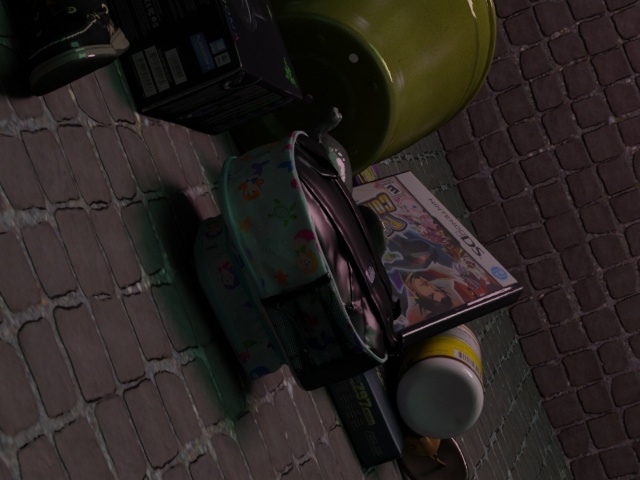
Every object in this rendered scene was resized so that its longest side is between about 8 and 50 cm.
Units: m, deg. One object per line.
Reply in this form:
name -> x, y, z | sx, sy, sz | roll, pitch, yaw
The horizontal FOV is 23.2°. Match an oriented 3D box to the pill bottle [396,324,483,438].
pill bottle -> 0.165, 0.181, 2.151 | 0.215, 0.117, 0.117 | -76, 142, -72

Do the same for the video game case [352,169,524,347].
video game case -> 0.105, 0.021, 2.084 | 0.275, 0.035, 0.248 | -17, 56, -44

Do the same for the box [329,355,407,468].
box -> 0.050, 0.166, 2.097 | 0.183, 0.059, 0.232 | -60, 128, -73

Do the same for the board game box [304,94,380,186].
board game box -> 0.046, -0.149, 2.622 | 0.346, 0.056, 0.208 | 70, 17, 8

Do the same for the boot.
boot -> -0.258, -0.234, 1.446 | 0.236, 0.085, 0.178 | -80, 145, -78

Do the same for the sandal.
sandal -> 0.139, 0.264, 2.223 | 0.060, 0.090, 0.219 | 67, 0, -80

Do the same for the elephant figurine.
elephant figurine -> 0.000, 0.000, 1.912 | 0.186, 0.169, 0.239 | 55, 13, -62

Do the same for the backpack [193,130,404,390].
backpack -> -0.032, 0.015, 1.711 | 0.225, 0.191, 0.253 | -82, 154, -67

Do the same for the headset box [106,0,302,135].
headset box -> -0.146, -0.269, 1.843 | 0.283, 0.131, 0.246 | 12, 58, -75

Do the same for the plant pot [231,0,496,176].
plant pot -> 0.029, -0.249, 2.140 | 0.366, 0.367, 0.353 | 65, 25, -15
